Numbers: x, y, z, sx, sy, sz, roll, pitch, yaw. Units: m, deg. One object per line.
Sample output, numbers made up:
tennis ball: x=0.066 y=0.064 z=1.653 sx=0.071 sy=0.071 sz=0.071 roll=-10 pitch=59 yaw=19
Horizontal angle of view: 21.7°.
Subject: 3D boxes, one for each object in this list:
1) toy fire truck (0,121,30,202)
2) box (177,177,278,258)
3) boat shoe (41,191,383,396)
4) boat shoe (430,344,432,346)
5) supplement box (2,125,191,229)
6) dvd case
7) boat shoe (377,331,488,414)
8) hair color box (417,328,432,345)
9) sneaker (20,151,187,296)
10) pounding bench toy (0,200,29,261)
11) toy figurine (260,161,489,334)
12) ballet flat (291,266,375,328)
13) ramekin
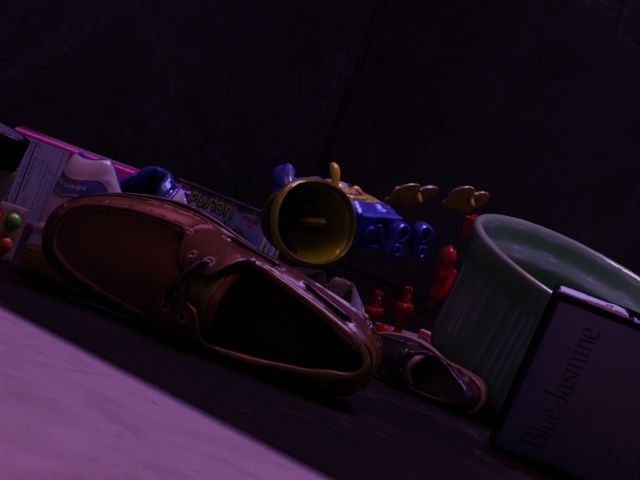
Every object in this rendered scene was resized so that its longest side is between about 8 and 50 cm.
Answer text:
toy fire truck: x=-0.397 y=-0.081 z=1.327 sx=0.246 sy=0.158 sz=0.217 roll=33 pitch=7 yaw=24
box: x=-0.137 y=-0.003 z=2.234 sx=0.036 sy=0.114 sz=0.207 roll=19 pitch=2 yaw=-44
boat shoe: x=-0.090 y=0.037 z=1.387 sx=0.307 sy=0.111 sz=0.104 roll=21 pitch=0 yaw=0
boat shoe: x=0.135 y=0.145 z=1.934 sx=0.040 sy=0.049 sz=0.142 roll=12 pitch=0 yaw=-38
supplement box: x=-0.279 y=-0.050 z=1.999 sx=0.220 sy=0.114 sz=0.111 roll=22 pitch=2 yaw=-7
dvd case: x=0.294 y=0.154 z=1.465 sx=0.253 sy=0.180 sz=0.022 roll=21 pitch=34 yaw=4
boat shoe: x=0.101 y=0.130 z=1.711 sx=0.152 sy=0.056 sz=0.049 roll=22 pitch=-4 yaw=30
hair color box: x=0.190 y=0.159 z=1.976 sx=0.093 sy=0.053 sz=0.167 roll=18 pitch=4 yaw=-33
sneaker: x=-0.143 y=0.004 z=1.554 sx=0.112 sy=0.131 sz=0.296 roll=19 pitch=-1 yaw=33
pounding bench toy: x=-0.295 y=-0.013 z=1.520 sx=0.065 sy=0.052 sz=0.083 roll=22 pitch=2 yaw=41
toy figurine: x=0.000 y=0.000 z=1.873 sx=0.217 sy=0.191 sz=0.362 roll=22 pitch=15 yaw=42
ballet flat: x=0.001 y=0.075 z=1.939 sx=0.231 sy=0.077 sz=0.077 roll=20 pitch=0 yaw=-42
ramekin: x=0.268 y=0.110 z=1.807 sx=0.303 sy=0.148 sz=0.303 roll=26 pitch=16 yaw=-8
